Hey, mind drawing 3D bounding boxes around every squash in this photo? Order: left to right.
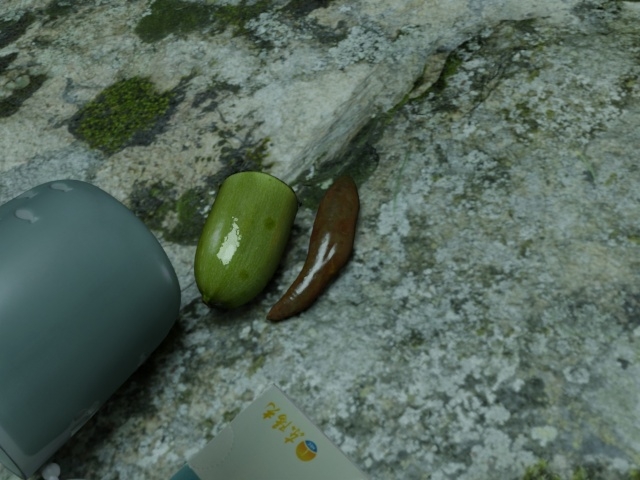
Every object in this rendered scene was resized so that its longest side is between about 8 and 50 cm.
[{"bbox_3d":[-0.110,0.007,0.910,0.123,0.123,0.186,8,55,17],"label":"squash"}]

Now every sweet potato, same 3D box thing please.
[{"bbox_3d":[0.008,0.003,0.929,0.078,0.058,0.255,4,56,34],"label":"sweet potato"}]

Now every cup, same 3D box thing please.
[{"bbox_3d":[-0.359,0.090,0.840,0.357,0.259,0.274,-7,32,52],"label":"cup"}]

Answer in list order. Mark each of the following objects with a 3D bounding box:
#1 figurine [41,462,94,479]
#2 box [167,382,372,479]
[{"bbox_3d":[-0.245,0.340,0.698,0.163,0.141,0.237,-16,44,-36],"label":"figurine"},{"bbox_3d":[-0.005,0.327,0.684,0.200,0.065,0.343,-41,57,-18],"label":"box"}]
